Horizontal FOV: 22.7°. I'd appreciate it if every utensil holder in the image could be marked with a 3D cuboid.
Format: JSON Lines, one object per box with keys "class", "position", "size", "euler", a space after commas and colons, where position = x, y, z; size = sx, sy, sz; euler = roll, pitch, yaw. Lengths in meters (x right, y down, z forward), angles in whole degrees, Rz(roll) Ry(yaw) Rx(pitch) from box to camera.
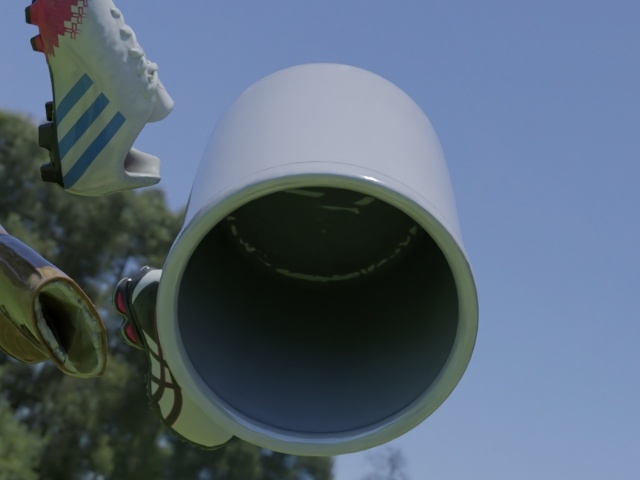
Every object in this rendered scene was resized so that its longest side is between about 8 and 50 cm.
{"class": "utensil holder", "position": [0.000, 0.000, 1.778], "size": [0.327, 0.328, 0.385], "euler": [24, 23, -10]}

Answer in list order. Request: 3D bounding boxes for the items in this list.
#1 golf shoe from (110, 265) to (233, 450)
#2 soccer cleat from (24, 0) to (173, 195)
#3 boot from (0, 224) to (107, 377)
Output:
{"class": "golf shoe", "position": [-0.167, 0.159, 2.034], "size": [0.120, 0.105, 0.273], "euler": [-2, -57, 43]}
{"class": "soccer cleat", "position": [-0.226, -0.192, 1.665], "size": [0.143, 0.116, 0.331], "euler": [1, -51, -2]}
{"class": "boot", "position": [-0.304, 0.089, 1.725], "size": [0.269, 0.089, 0.236], "euler": [30, -24, 51]}
